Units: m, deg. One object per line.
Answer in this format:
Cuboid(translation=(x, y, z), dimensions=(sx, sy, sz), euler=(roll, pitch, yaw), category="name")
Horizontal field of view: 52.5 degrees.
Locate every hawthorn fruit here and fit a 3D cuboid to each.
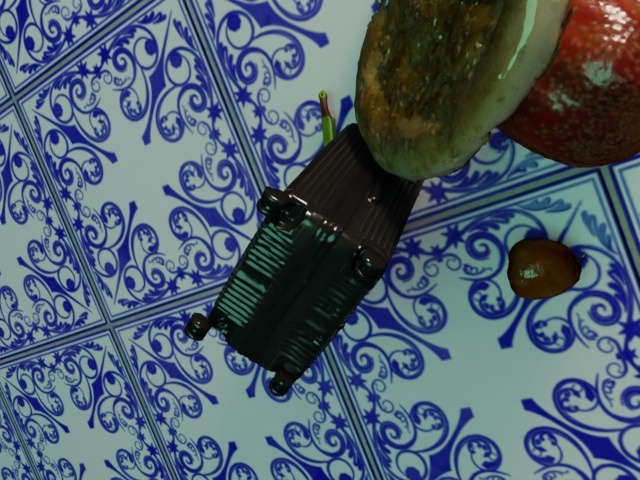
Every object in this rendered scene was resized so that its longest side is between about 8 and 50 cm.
Cuboid(translation=(0.265, -0.196, 0.711), dimensions=(0.253, 0.205, 0.205), euler=(37, 121, 30), category="hawthorn fruit")
Cuboid(translation=(0.290, 0.036, 0.833), dimensions=(0.093, 0.081, 0.081), euler=(1, 105, 30), category="hawthorn fruit")

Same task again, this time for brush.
Cuboid(translation=(0.011, -0.181, 0.963), dimensions=(0.018, 0.021, 0.083), euler=(3, 112, 31), category="brush")

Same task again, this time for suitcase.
Cuboid(translation=(0.000, 0.000, 0.834), dimensions=(0.152, 0.335, 0.230), euler=(35, 120, 0), category="suitcase")

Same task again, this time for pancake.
Cuboid(translation=(0.132, -0.245, 0.724), dimensions=(0.382, 0.071, 0.383), euler=(-172, 90, -69), category="pancake")
